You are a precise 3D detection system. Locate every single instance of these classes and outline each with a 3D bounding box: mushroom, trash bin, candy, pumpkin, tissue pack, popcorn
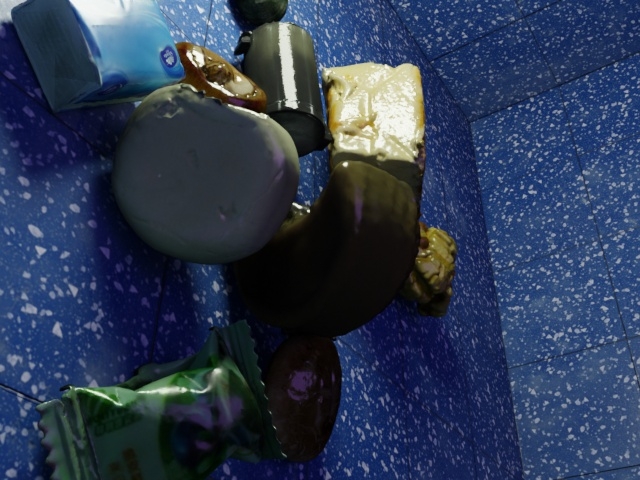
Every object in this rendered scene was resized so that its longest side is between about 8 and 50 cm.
[{"bbox_3d":[-0.034,0.330,1.556,0.278,0.146,0.278,8,81,-59],"label":"mushroom"},{"bbox_3d":[-0.098,-0.388,1.894,0.252,0.203,0.301,12,56,-29],"label":"trash bin"},{"bbox_3d":[-0.249,0.308,1.167,0.398,0.172,0.262,-19,84,-51],"label":"candy"},{"bbox_3d":[-0.170,-0.705,2.042,0.211,0.152,0.211,-9,90,-86],"label":"pumpkin"},{"bbox_3d":[-0.239,-0.331,1.607,0.253,0.153,0.253,36,19,-15],"label":"mushroom"},{"bbox_3d":[-0.402,-0.361,1.362,0.263,0.146,0.198,-32,101,-64],"label":"tissue pack"},{"bbox_3d":[0.335,0.098,2.356,0.265,0.225,0.332,-40,119,-67],"label":"popcorn"}]

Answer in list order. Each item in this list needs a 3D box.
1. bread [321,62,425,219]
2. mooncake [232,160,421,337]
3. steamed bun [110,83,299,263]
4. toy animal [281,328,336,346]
[{"bbox_3d":[0.153,-0.258,2.067,0.371,0.280,0.389,82,5,-57],"label":"bread"},{"bbox_3d":[0.000,0.000,1.516,0.246,0.393,0.394,18,17,-39],"label":"mooncake"},{"bbox_3d":[-0.214,-0.112,1.389,0.334,0.311,0.233,29,0,7],"label":"steamed bun"},{"bbox_3d":[-0.028,0.238,1.735,0.233,0.085,0.148,9,52,-59],"label":"toy animal"}]
